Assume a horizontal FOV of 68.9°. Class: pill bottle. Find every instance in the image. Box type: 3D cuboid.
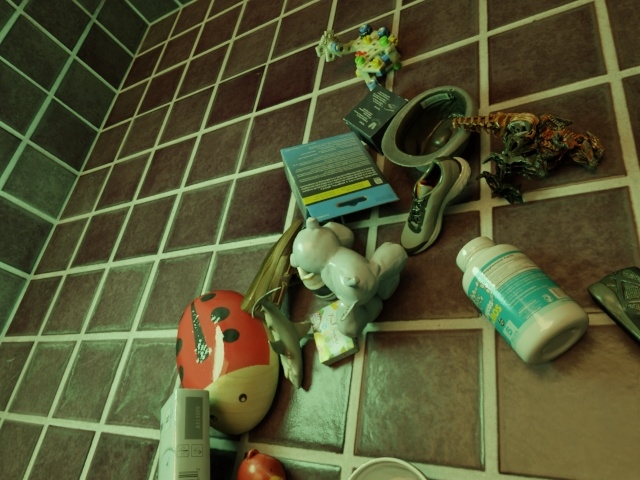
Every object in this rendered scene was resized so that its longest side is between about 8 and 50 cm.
[{"bbox_3d":[0.392,0.108,0.951,0.146,0.146,0.264,-39,46,8],"label":"pill bottle"}]

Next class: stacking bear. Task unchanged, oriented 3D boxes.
[{"bbox_3d":[-0.161,0.616,1.016,0.164,0.175,0.289,-19,41,46],"label":"stacking bear"}]

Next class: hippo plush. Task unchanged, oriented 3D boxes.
[{"bbox_3d":[0.035,0.081,1.117,0.236,0.294,0.234,33,121,25],"label":"hippo plush"}]

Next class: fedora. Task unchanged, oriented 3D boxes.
[{"bbox_3d":[0.311,-0.282,1.270,0.243,0.124,0.276,24,78,42],"label":"fedora"}]

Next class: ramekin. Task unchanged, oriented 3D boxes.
[{"bbox_3d":[0.146,0.528,0.881,0.207,0.109,0.207,-18,54,26],"label":"ramekin"}]

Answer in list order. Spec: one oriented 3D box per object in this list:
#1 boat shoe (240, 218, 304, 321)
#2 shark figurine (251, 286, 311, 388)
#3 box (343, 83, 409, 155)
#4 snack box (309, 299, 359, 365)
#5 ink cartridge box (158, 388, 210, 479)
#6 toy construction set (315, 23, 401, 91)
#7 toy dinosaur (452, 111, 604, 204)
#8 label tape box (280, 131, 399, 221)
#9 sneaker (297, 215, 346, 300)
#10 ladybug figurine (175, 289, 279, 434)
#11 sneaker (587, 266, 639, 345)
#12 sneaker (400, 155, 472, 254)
[{"bbox_3d":[-0.103,0.086,1.346,0.123,0.123,0.342,-44,16,48],"label":"boat shoe"},{"bbox_3d":[-0.084,0.216,1.194,0.116,0.278,0.166,-20,22,0],"label":"shark figurine"},{"bbox_3d":[0.184,-0.374,1.440,0.158,0.093,0.156,-44,47,3],"label":"box"},{"bbox_3d":[0.034,0.235,1.195,0.100,0.037,0.141,-29,49,15],"label":"snack box"},{"bbox_3d":[-0.365,0.574,1.112,0.385,0.091,0.308,-50,39,39],"label":"ink cartridge box"},{"bbox_3d":[0.145,-0.644,1.616,0.215,0.151,0.327,-49,57,-1],"label":"toy construction set"},{"bbox_3d":[0.475,-0.219,1.098,0.321,0.164,0.218,16,68,39],"label":"toy dinosaur"},{"bbox_3d":[0.047,-0.155,1.325,0.240,0.106,0.334,-16,48,-9],"label":"label tape box"},{"bbox_3d":[0.000,0.000,1.312,0.126,0.127,0.321,-23,50,24],"label":"sneaker"},{"bbox_3d":[-0.278,0.305,1.286,0.305,0.162,0.449,-40,47,8],"label":"ladybug figurine"},{"bbox_3d":[0.604,0.132,0.826,0.130,0.087,0.228,-40,41,16],"label":"sneaker"},{"bbox_3d":[0.259,-0.089,1.156,0.100,0.107,0.272,50,124,47],"label":"sneaker"}]
